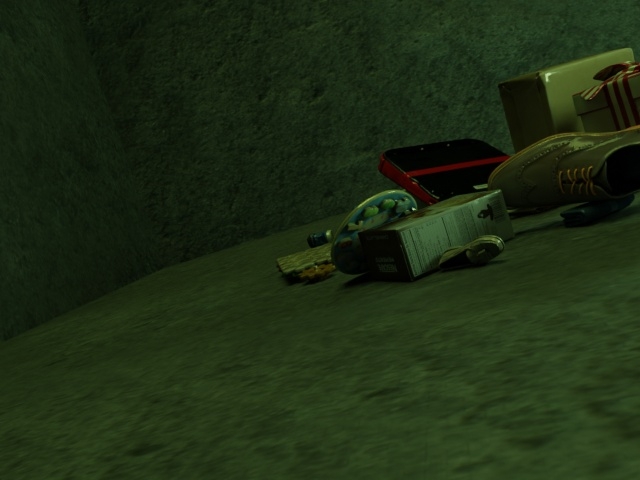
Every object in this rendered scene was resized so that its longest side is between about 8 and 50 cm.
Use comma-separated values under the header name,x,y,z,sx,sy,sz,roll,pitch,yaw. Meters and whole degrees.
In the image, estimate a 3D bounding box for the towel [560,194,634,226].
name,x,y,z,sx,sy,sz,roll,pitch,yaw
towel,0.489,-0.055,1.119,0.119,0.029,0.067,-18,4,-19

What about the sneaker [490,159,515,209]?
name,x,y,z,sx,sy,sz,roll,pitch,yaw
sneaker,0.447,-0.134,1.471,0.153,0.101,0.268,-19,8,-22

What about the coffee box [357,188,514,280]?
name,x,y,z,sx,sy,sz,roll,pitch,yaw
coffee box,0.216,-0.011,1.190,0.246,0.098,0.141,-20,6,-24

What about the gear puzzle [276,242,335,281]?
name,x,y,z,sx,sy,sz,roll,pitch,yaw
gear puzzle,-0.013,0.062,1.562,0.175,0.044,0.339,-17,8,-6

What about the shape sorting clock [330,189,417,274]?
name,x,y,z,sx,sy,sz,roll,pitch,yaw
shape sorting clock,0.110,-0.011,1.259,0.206,0.206,0.040,-21,49,-31

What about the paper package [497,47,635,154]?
name,x,y,z,sx,sy,sz,roll,pitch,yaw
paper package,0.664,-0.310,1.653,0.325,0.309,0.168,-21,10,-23

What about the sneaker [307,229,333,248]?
name,x,y,z,sx,sy,sz,roll,pitch,yaw
sneaker,0.000,0.001,2.000,0.084,0.058,0.152,-12,1,1

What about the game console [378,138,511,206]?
name,x,y,z,sx,sy,sz,roll,pitch,yaw
game console,0.393,-0.193,1.815,0.386,0.060,0.342,-12,35,-23

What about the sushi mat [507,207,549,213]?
name,x,y,z,sx,sy,sz,roll,pitch,yaw
sushi mat,0.482,-0.087,1.542,0.151,0.019,0.316,-20,6,-18

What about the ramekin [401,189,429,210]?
name,x,y,z,sx,sy,sz,roll,pitch,yaw
ramekin,0.324,-0.118,1.900,0.207,0.109,0.207,-17,5,2

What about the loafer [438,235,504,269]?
name,x,y,z,sx,sy,sz,roll,pitch,yaw
loafer,0.248,0.026,1.054,0.039,0.045,0.125,-43,12,-35

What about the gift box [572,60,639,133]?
name,x,y,z,sx,sy,sz,roll,pitch,yaw
gift box,0.696,-0.259,1.305,0.276,0.258,0.255,-20,5,-34

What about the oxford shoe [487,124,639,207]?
name,x,y,z,sx,sy,sz,roll,pitch,yaw
oxford shoe,0.460,-0.125,1.114,0.363,0.130,0.133,-15,11,33
